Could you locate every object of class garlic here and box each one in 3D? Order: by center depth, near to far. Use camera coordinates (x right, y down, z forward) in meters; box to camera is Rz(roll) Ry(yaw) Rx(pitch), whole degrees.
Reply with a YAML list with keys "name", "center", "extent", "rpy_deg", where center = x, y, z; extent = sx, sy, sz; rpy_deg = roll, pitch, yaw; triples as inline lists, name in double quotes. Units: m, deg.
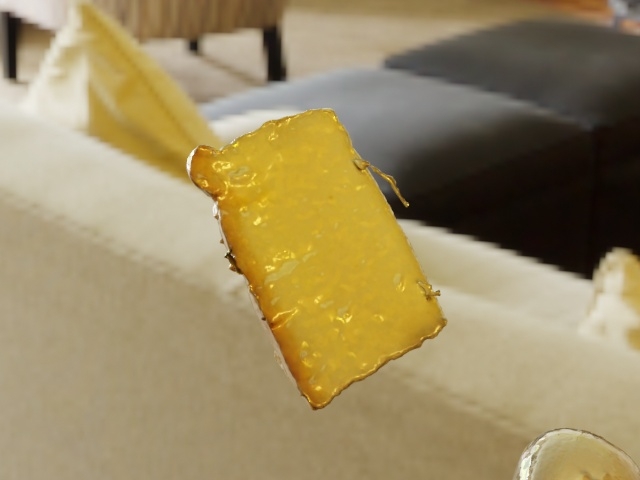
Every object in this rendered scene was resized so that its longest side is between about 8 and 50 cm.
- name: "garlic"
  center: [0.161, 0.204, 1.295]
  extent: [0.128, 0.148, 0.266]
  rpy_deg: [-2, -6, 20]

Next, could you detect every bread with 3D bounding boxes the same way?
- name: "bread"
  center: [0.000, 0.000, 0.837]
  extent: [0.084, 0.109, 0.080]
  rpy_deg: [-27, 25, -5]
